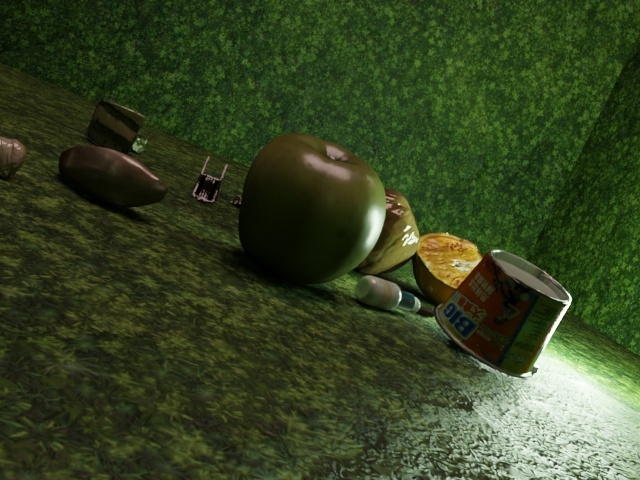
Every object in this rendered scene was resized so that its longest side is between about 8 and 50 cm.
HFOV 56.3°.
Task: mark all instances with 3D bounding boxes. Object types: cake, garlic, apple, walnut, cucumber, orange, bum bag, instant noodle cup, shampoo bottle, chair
[{"bbox_3d":[-0.668,-0.369,2.104,0.283,0.158,0.172,32,11,38],"label":"cake"},{"bbox_3d":[-0.656,-0.173,1.209,0.113,0.074,0.094,-17,43,-5],"label":"garlic"},{"bbox_3d":[-0.022,-0.067,1.403,0.357,0.357,0.357,23,8,-4],"label":"apple"},{"bbox_3d":[-0.496,-0.150,1.376,0.318,0.112,0.143,21,-17,30],"label":"garlic"},{"bbox_3d":[0.174,-0.026,1.885,0.285,0.285,0.296,23,30,-7],"label":"walnut"},{"bbox_3d":[-0.802,-0.423,2.361,0.300,0.072,0.072,28,9,27],"label":"cucumber"},{"bbox_3d":[0.424,0.093,1.922,0.274,0.274,0.310,14,56,-49],"label":"orange"},{"bbox_3d":[0.250,0.171,1.707,0.109,0.026,0.159,19,9,-23],"label":"bum bag"},{"bbox_3d":[0.461,0.167,1.494,0.296,0.214,0.296,24,21,-10],"label":"instant noodle cup"},{"bbox_3d":[0.178,0.143,1.522,0.192,0.074,0.074,18,10,-32],"label":"shampoo bottle"},{"bbox_3d":[-0.379,-0.170,1.988,0.084,0.101,0.212,21,46,-11],"label":"chair"}]

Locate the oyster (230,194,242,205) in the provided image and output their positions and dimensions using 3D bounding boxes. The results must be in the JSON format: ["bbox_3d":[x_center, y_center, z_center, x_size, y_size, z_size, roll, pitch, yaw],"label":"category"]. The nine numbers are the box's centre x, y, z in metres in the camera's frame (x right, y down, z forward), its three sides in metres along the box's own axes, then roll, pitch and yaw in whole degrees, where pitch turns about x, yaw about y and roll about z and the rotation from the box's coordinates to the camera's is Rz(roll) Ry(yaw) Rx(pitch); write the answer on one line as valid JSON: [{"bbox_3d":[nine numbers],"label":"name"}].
[{"bbox_3d":[-0.276,-0.137,2.136,0.098,0.037,0.100,14,13,-48],"label":"oyster"}]
